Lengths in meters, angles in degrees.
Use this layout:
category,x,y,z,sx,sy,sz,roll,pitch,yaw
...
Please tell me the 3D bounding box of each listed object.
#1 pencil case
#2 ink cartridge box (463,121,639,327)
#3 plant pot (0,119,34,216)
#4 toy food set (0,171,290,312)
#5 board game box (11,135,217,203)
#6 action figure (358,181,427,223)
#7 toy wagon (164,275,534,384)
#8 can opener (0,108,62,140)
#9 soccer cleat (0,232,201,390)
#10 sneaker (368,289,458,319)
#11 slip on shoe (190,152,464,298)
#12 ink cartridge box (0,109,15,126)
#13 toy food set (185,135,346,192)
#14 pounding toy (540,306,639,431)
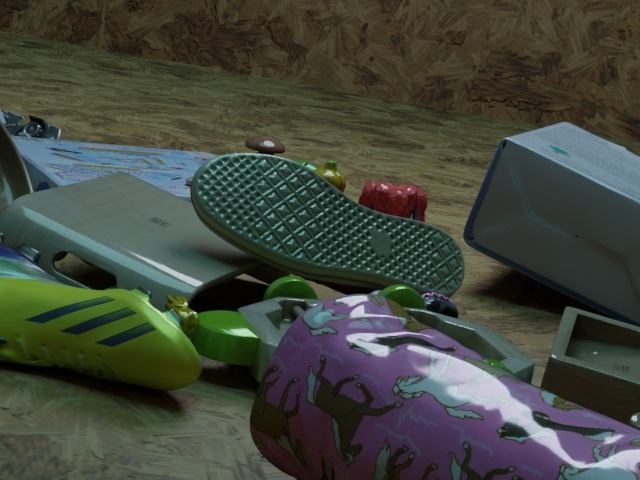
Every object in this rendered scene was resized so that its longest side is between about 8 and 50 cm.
category,x,y,z,sx,sy,sz,roll,pitch,yaw
pencil case,0.117,0.154,1.097,0.386,0.160,0.167,21,-8,47
ink cartridge box,0.377,-0.030,2.058,0.270,0.151,0.395,28,18,16
plant pot,-0.427,-0.079,1.753,0.109,0.237,0.237,-29,4,14
toy food set,-0.184,0.022,1.699,0.219,0.092,0.306,25,17,16
board game box,-0.234,-0.064,2.062,0.318,0.066,0.318,4,13,-26
action figure,0.080,0.004,1.976,0.091,0.139,0.280,6,-10,-2
toy wagon,0.020,0.101,1.489,0.344,0.068,0.267,5,12,-17
can opener,-0.478,-0.151,2.328,0.283,0.076,0.095,17,-18,34
soccer cleat,-0.235,0.082,1.396,0.289,0.093,0.121,21,46,27
sneaker,0.100,0.087,1.697,0.119,0.047,0.057,2,36,-29
slip on shoe,0.000,0.000,1.718,0.331,0.123,0.101,19,-26,-28
ink cartridge box,-0.539,-0.143,2.090,0.223,0.045,0.224,-9,9,7
toy food set,-0.057,-0.087,1.979,0.218,0.071,0.128,16,14,25
pounding toy,0.277,0.159,1.379,0.181,0.094,0.206,17,22,10
